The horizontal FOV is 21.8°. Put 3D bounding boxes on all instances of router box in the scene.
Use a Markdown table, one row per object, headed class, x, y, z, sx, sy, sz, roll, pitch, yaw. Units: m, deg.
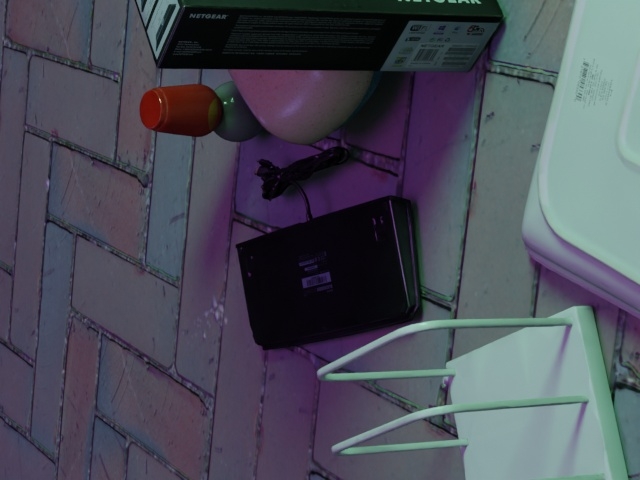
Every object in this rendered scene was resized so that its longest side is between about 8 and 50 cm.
| class | x | y | z | sx | sy | sz | roll | pitch | yaw |
| --- | --- | --- | --- | --- | --- | --- | --- | --- | --- |
| router box | -0.022 | -0.263 | 1.457 | 0.081 | 0.308 | 0.243 | -58 | 44 | 46 |

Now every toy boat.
| class | x | y | z | sx | sy | sz | roll | pitch | yaw |
| --- | --- | --- | --- | --- | --- | --- | --- | --- | --- |
| toy boat | -0.051 | -0.198 | 1.692 | 0.318 | 0.148 | 0.268 | -39 | 63 | 44 |

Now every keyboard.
| class | x | y | z | sx | sy | sz | roll | pitch | yaw |
| --- | --- | --- | --- | --- | --- | --- | --- | --- | --- |
| keyboard | 0.000 | 0.000 | 1.692 | 0.317 | 0.033 | 0.202 | -16 | 83 | 57 |

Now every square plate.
| class | x | y | z | sx | sy | sz | roll | pitch | yaw |
| --- | --- | --- | --- | --- | --- | --- | --- | --- | --- |
| square plate | 0.272 | -0.091 | 1.220 | 0.344 | 0.049 | 0.347 | 36 | 120 | 53 |

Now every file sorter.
| class | x | y | z | sx | sy | sz | roll | pitch | yaw |
| --- | --- | --- | --- | --- | --- | --- | --- | --- | --- |
| file sorter | 0.124 | 0.214 | 1.349 | 0.193 | 0.173 | 0.278 | -32 | 63 | 55 |
